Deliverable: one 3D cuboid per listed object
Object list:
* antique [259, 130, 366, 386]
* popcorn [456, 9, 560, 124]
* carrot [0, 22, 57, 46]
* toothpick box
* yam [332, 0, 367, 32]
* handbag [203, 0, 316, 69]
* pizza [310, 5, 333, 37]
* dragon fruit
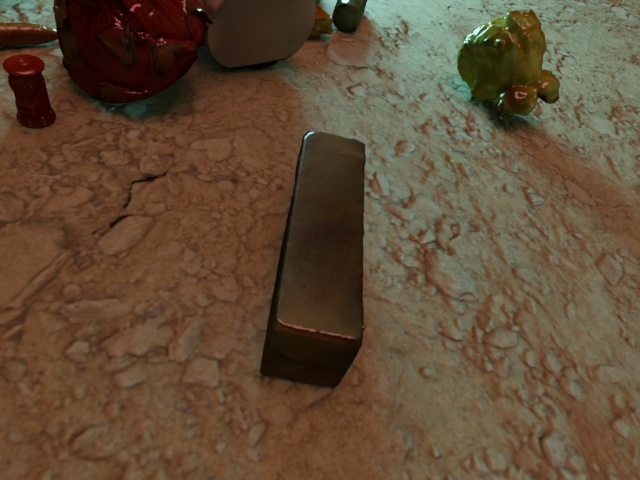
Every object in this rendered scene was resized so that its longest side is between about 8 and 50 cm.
[{"bbox_3d":[0.000,0.000,0.554,0.087,0.093,0.310,12,47,-7],"label":"antique"},{"bbox_3d":[0.353,-0.328,0.931,0.173,0.168,0.195,-27,99,-47],"label":"popcorn"},{"bbox_3d":[-0.512,-0.295,0.691,0.247,0.043,0.043,-16,56,-32],"label":"carrot"},{"bbox_3d":[-0.369,-0.190,0.611,0.047,0.083,0.047,9,49,-10],"label":"toothpick box"},{"bbox_3d":[0.069,-0.522,1.059,0.068,0.068,0.170,15,47,-5],"label":"yam"},{"bbox_3d":[-0.122,-0.382,0.802,0.204,0.179,0.117,-20,66,-24],"label":"handbag"},{"bbox_3d":[-0.065,-0.451,0.967,0.175,0.046,0.134,34,47,13],"label":"pizza"},{"bbox_3d":[-0.278,-0.318,0.656,0.223,0.148,0.219,-32,65,-2],"label":"dragon fruit"}]
